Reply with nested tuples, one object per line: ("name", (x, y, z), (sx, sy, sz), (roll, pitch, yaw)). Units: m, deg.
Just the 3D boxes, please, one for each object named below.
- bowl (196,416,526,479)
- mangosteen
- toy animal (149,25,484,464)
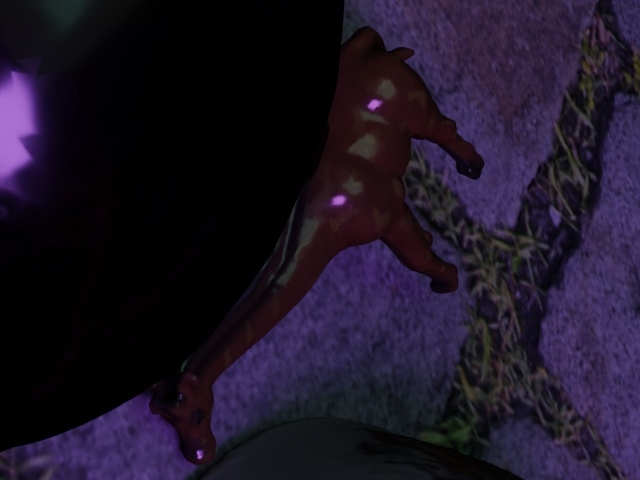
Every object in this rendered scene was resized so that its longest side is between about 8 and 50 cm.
("bowl", (0.082, 0.226, 0.787), (0.337, 0.157, 0.337), (26, 54, -42))
("mangosteen", (-0.140, -0.084, 0.551), (0.313, 0.297, 0.297), (36, 49, -41))
("toy animal", (0.000, 0.000, 0.871), (0.230, 0.066, 0.224), (13, 83, -57))
